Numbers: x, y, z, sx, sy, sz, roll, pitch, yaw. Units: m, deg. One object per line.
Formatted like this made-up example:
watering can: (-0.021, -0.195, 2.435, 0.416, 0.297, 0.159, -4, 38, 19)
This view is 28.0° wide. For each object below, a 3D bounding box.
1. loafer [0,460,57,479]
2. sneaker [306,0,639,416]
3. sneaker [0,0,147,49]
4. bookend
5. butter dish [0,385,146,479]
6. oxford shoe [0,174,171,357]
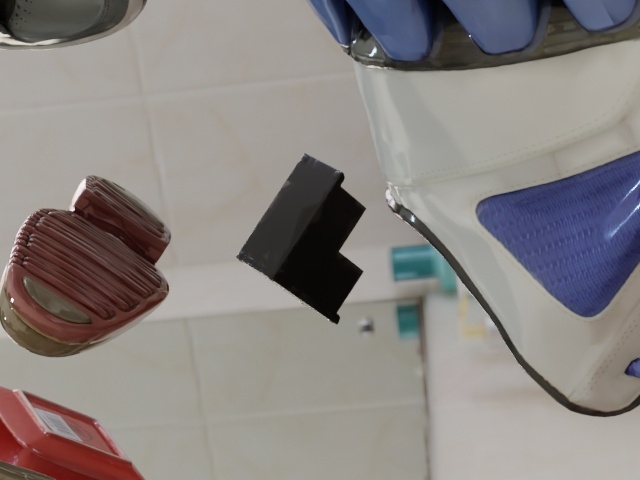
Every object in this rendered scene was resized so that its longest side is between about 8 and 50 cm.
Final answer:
loafer: (-0.235, 0.157, 0.818, 0.050, 0.148, 0.056, 29, -111, -77)
sneaker: (0.144, -0.033, 0.426, 0.127, 0.315, 0.182, -47, -45, -45)
sneaker: (-0.270, -0.153, 0.788, 0.178, 0.295, 0.124, -58, -30, -56)
bookend: (0.000, 0.000, 1.609, 0.157, 0.072, 0.156, -57, -41, -3)
butter dish: (-0.272, 0.233, 1.270, 0.160, 0.118, 0.160, 30, -178, -35)
oxford shoe: (-0.204, 0.047, 1.061, 0.130, 0.123, 0.348, -52, 5, 10)
